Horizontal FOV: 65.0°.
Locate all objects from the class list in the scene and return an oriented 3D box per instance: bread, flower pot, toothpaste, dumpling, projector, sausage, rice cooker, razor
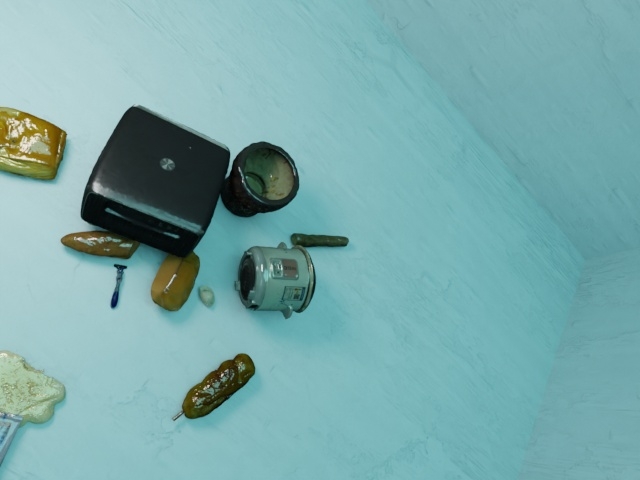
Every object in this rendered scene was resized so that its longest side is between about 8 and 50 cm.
[{"bbox_3d":[-0.370,0.526,1.774,0.344,0.084,0.124,-34,95,-34],"label":"bread"},{"bbox_3d":[-0.962,-0.317,1.634,0.235,0.099,0.210,17,67,-28],"label":"bread"},{"bbox_3d":[-0.255,-0.215,1.955,0.267,0.267,0.266,11,70,-31],"label":"flower pot"},{"bbox_3d":[-0.922,0.604,1.404,0.089,0.057,0.234,20,71,-23],"label":"toothpaste"},{"bbox_3d":[-0.417,0.204,1.866,0.077,0.043,0.059,46,39,5],"label":"dumpling"},{"bbox_3d":[-0.553,-0.192,1.715,0.395,0.242,0.404,24,53,-21],"label":"projector"},{"bbox_3d":[-0.509,0.131,1.778,0.136,0.120,0.241,56,47,-55],"label":"sausage"},{"bbox_3d":[-0.156,0.147,1.914,0.317,0.264,0.316,14,58,-23],"label":"rice cooker"},{"bbox_3d":[-0.899,0.452,1.484,0.251,0.039,0.181,41,58,-16],"label":"bread"},{"bbox_3d":[-0.693,0.155,1.710,0.044,0.028,0.154,15,68,-29],"label":"razor"}]

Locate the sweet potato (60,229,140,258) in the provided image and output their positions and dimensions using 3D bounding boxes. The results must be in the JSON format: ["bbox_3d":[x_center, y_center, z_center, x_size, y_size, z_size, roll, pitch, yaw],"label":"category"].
[{"bbox_3d":[-0.732,0.011,1.686,0.252,0.097,0.097,7,73,-32],"label":"sweet potato"}]

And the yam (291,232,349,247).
[{"bbox_3d":[0.000,0.000,2.180,0.274,0.061,0.061,2,75,-33],"label":"yam"}]
